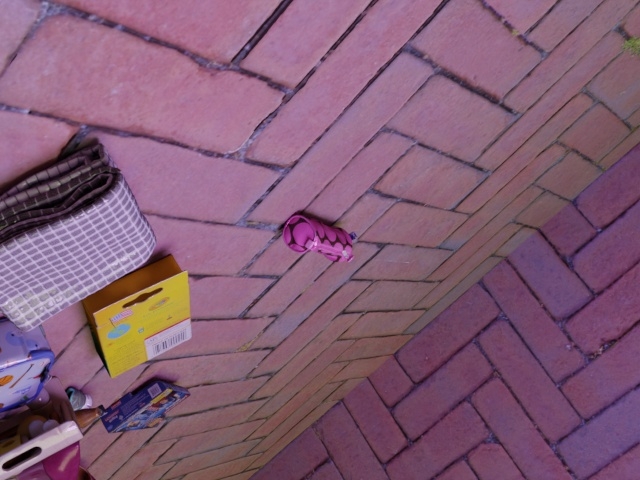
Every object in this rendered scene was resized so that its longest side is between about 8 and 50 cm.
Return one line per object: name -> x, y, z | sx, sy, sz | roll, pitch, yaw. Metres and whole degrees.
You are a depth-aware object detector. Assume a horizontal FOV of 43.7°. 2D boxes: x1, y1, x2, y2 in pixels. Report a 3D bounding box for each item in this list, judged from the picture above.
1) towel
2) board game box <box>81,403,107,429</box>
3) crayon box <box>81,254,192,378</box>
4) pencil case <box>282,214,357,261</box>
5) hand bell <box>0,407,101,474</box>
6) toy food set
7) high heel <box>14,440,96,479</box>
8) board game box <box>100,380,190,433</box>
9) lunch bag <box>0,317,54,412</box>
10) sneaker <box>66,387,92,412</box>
towel -> -0.411, 0.004, 1.240 | 0.284, 0.121, 0.235 | -31, 156, -10
board game box -> -0.584, 0.444, 1.894 | 0.126, 0.026, 0.186 | -32, 178, -31
crayon box -> -0.369, 0.149, 1.635 | 0.202, 0.081, 0.318 | -26, 156, -22
pencil case -> 0.000, 0.000, 1.832 | 0.095, 0.098, 0.209 | -43, 156, 18
hand bell -> -0.577, 0.410, 1.718 | 0.242, 0.126, 0.126 | -22, 160, 14
toy food set -> -0.601, 0.370, 1.568 | 0.220, 0.092, 0.306 | -27, -165, -18
high heel -> -0.637, 0.624, 2.128 | 0.181, 0.127, 0.377 | -25, 154, 3
board game box -> -0.453, 0.439, 2.121 | 0.194, 0.060, 0.194 | -36, 159, 2
lunch bag -> -0.637, 0.258, 1.443 | 0.303, 0.115, 0.243 | -12, 150, -42
sneaker -> -0.612, 0.390, 1.824 | 0.166, 0.065, 0.076 | -34, 141, -11
